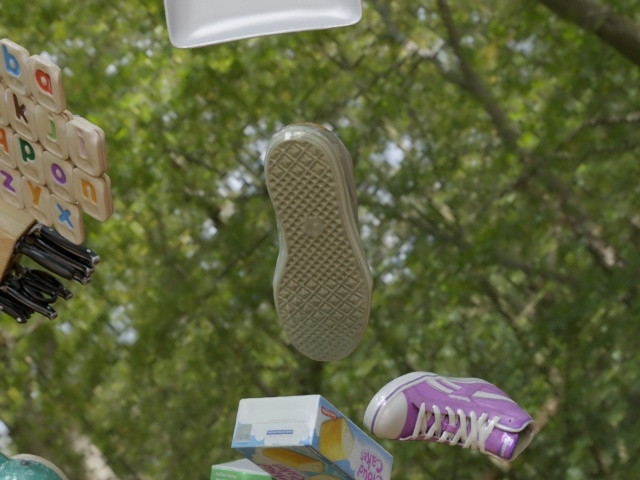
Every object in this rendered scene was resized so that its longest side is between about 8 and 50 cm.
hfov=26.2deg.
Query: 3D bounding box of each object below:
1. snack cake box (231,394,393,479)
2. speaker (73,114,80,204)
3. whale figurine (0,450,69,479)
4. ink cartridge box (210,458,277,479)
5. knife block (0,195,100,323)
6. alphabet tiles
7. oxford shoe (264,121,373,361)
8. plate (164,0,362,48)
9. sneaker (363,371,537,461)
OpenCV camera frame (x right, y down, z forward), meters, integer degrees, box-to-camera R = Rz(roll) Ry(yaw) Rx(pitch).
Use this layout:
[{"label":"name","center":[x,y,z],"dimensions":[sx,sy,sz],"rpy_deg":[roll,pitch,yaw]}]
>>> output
[{"label":"snack cake box","center":[-0.009,0.344,2.242],"dimensions":[0.264,0.152,0.089],"rpy_deg":[45,-133,-47]},{"label":"speaker","center":[-0.369,-0.119,2.079],"dimensions":[0.055,0.136,0.055],"rpy_deg":[-17,2,1]},{"label":"whale figurine","center":[-0.508,0.417,2.074],"dimensions":[0.141,0.272,0.216],"rpy_deg":[-98,11,-76]},{"label":"ink cartridge box","center":[-0.118,0.537,2.411],"dimensions":[0.211,0.122,0.289],"rpy_deg":[17,-101,-73]},{"label":"knife block","center":[-0.447,-0.015,1.890],"dimensions":[0.242,0.275,0.088],"rpy_deg":[-14,20,16]},{"label":"alphabet tiles","center":[-0.367,-0.133,1.743],"dimensions":[0.021,0.284,0.278],"rpy_deg":[-37,-38,-35]},{"label":"oxford shoe","center":[0.000,0.000,2.244],"dimensions":[0.130,0.169,0.449],"rpy_deg":[-77,-18,-58]},{"label":"plate","center":[-0.096,-0.421,1.956],"dimensions":[0.277,0.278,0.045],"rpy_deg":[-9,-1,-6]},{"label":"sneaker","center":[0.209,0.272,2.065],"dimensions":[0.282,0.161,0.102],"rpy_deg":[-2,-65,-38]}]
